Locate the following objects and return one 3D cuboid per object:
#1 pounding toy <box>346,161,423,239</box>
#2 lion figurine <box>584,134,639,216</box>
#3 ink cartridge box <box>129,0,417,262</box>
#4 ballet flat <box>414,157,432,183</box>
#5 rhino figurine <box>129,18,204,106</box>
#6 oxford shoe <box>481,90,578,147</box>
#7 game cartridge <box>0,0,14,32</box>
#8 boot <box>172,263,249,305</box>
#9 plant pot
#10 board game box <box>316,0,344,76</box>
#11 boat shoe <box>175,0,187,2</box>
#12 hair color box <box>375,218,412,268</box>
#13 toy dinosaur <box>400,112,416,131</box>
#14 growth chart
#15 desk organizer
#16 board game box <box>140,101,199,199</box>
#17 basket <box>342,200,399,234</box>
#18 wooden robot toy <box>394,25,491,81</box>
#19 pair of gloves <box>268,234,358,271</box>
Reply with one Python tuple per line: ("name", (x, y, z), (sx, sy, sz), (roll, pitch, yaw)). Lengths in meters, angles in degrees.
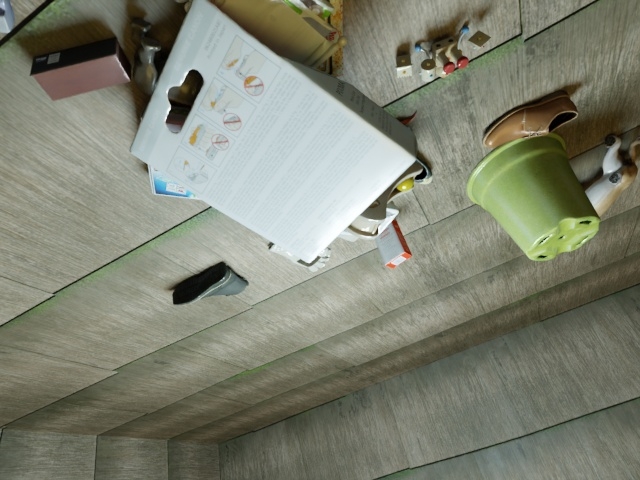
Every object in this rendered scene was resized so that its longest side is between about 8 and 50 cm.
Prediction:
("pounding toy", (0.110, -0.112, 0.864), (0.269, 0.154, 0.155), (-29, 158, -24))
("lion figurine", (0.830, -0.138, 1.236), (0.240, 0.142, 0.392), (4, 137, -38))
("ink cartridge box", (-0.083, -0.159, 0.697), (0.385, 0.091, 0.308), (33, 129, -16))
("ballet flat", (0.226, -0.175, 1.007), (0.057, 0.049, 0.173), (-36, 141, 24))
("rhino figurine", (-0.185, -0.253, 0.665), (0.243, 0.073, 0.106), (17, 141, -12))
("oxford shoe", (0.487, -0.269, 0.964), (0.212, 0.076, 0.076), (-26, 147, 16))
("game cartridge", (-0.485, -0.398, 0.397), (0.230, 0.068, 0.355), (1, 142, -17))
("boot", (-0.323, 0.154, 1.230), (0.198, 0.077, 0.137), (-24, 150, 13))
("plant pot", (0.569, -0.097, 1.080), (0.276, 0.254, 0.276), (-12, 145, -8))
("board game box", (-0.060, -0.328, 0.678), (0.193, 0.045, 0.147), (-12, 145, -5))
("boat shoe", (-0.115, -0.412, 0.504), (0.267, 0.096, 0.088), (-22, 151, 23))
("hair color box", (0.196, 0.000, 1.161), (0.072, 0.141, 0.043), (-37, 141, 28))
("toy dinosaur", (0.156, -0.246, 0.908), (0.082, 0.047, 0.090), (15, 95, -15))
("growth chart", (-0.066, -0.313, 0.592), (0.172, 0.021, 0.237), (-24, 152, 29))
("desk organizer", (-0.368, -0.265, 0.641), (0.130, 0.047, 0.050), (-15, 148, -2))
("board game box", (-0.179, -0.155, 0.816), (0.305, 0.053, 0.193), (6, 142, -11))
("basket", (0.089, -0.085, 1.031), (0.167, 0.103, 0.113), (6, 139, -31))
("wooden robot toy", (0.230, -0.329, 0.781), (0.173, 0.076, 0.079), (-19, 156, 5))
("pair of gloves", (0.000, 0.000, 1.169), (0.240, 0.042, 0.204), (-35, 141, 24))
